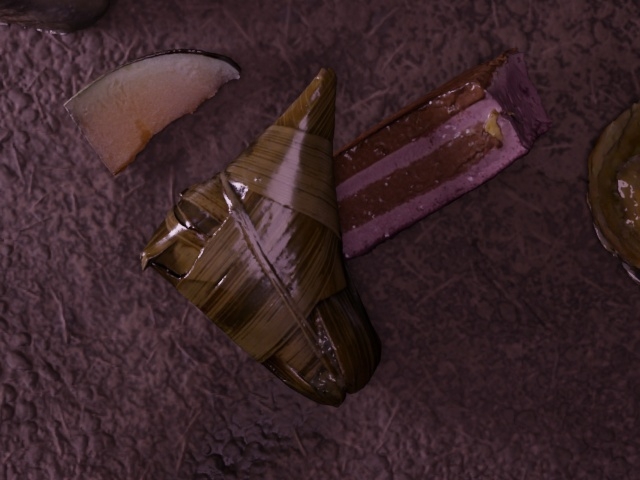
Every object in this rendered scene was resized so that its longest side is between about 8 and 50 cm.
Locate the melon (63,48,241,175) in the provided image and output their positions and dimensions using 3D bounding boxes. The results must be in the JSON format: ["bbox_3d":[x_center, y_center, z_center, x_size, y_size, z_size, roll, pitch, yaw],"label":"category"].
[{"bbox_3d":[-0.181,-0.161,1.600,0.182,0.054,0.098,-38,101,5],"label":"melon"}]

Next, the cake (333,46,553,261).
[{"bbox_3d":[0.107,-0.086,1.583,0.295,0.113,0.116,-33,94,16],"label":"cake"}]

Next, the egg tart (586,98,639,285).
[{"bbox_3d":[0.405,-0.050,1.593,0.231,0.098,0.252,-6,100,4],"label":"egg tart"}]

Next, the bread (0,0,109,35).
[{"bbox_3d":[-0.384,-0.290,1.522,0.337,0.183,0.102,9,89,-1],"label":"bread"}]

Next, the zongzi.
[{"bbox_3d":[0.000,0.000,1.568,0.286,0.134,0.288,41,104,-8],"label":"zongzi"}]
